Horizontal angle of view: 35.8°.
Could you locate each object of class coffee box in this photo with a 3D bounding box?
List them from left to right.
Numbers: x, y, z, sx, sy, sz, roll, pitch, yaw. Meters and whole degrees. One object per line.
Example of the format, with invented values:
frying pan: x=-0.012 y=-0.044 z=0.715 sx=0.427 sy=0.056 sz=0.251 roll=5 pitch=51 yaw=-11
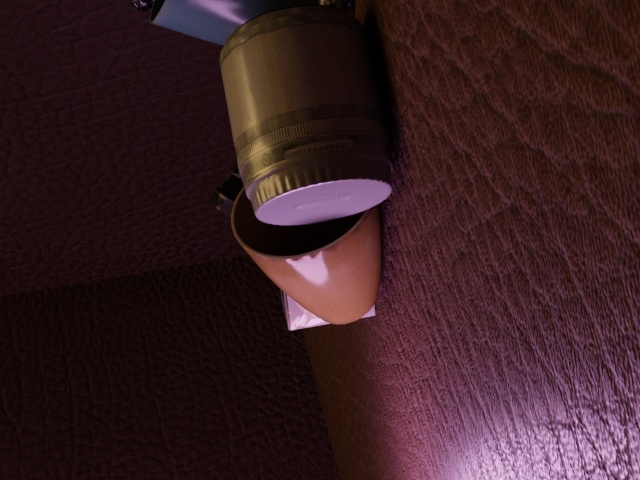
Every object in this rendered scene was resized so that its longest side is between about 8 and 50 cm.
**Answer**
coffee box: x=0.000 y=0.000 z=1.809 sx=0.119 sy=0.168 sz=0.297 roll=-109 pitch=12 yaw=-60

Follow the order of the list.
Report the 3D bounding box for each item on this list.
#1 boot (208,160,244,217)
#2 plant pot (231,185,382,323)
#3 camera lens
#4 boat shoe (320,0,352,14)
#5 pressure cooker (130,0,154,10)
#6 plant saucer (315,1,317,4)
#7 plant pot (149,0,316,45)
boot: x=-0.025 y=-0.100 z=1.992 sx=0.260 sy=0.348 sz=0.131 roll=-57 pitch=6 yaw=0
plant pot: x=0.008 y=0.016 z=1.641 sx=0.254 sy=0.237 sz=0.237 roll=65 pitch=-173 yaw=-46
camera lens: x=-0.020 y=-0.181 z=1.420 sx=0.219 sy=0.220 sz=0.274 roll=101 pitch=159 yaw=-75
boat shoe: x=0.025 y=-0.386 z=1.510 sx=0.040 sy=0.049 sz=0.142 roll=-109 pitch=14 yaw=-59
pressure cooker: x=-0.270 y=-0.641 z=1.986 sx=0.375 sy=0.370 sz=0.420 roll=165 pitch=107 yaw=-68
plant saucer: x=-0.044 y=-0.509 z=2.064 sx=0.278 sy=0.041 sz=0.277 roll=172 pitch=90 yaw=-84
plant pot: x=-0.128 y=-0.462 z=1.696 sx=0.293 sy=0.235 sz=0.293 roll=-53 pitch=25 yaw=38
